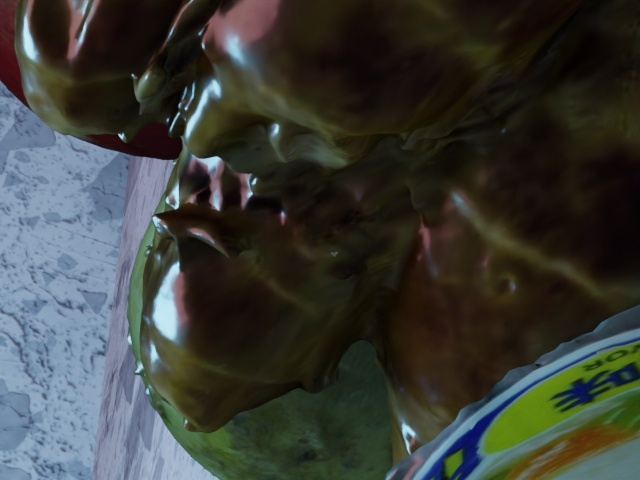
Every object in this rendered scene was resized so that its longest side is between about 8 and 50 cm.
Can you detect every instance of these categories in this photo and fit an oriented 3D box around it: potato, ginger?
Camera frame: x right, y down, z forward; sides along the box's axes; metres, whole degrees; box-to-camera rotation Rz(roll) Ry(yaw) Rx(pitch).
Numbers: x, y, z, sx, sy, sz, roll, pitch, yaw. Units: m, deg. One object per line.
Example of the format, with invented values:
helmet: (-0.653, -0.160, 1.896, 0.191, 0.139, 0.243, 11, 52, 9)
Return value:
potato: (0.000, 0.000, 0.983, 0.173, 0.210, 0.307, -18, 50, 46)
ginger: (0.048, -0.050, 0.637, 0.152, 0.274, 0.357, 41, 155, 60)

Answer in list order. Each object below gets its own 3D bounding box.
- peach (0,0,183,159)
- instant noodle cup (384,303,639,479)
peach: (-0.082, -0.227, 1.252, 0.335, 0.310, 0.406, -42, -21, -36)
instant noodle cup: (0.102, 0.146, 0.292, 0.312, 0.284, 0.284, -96, 20, -75)
